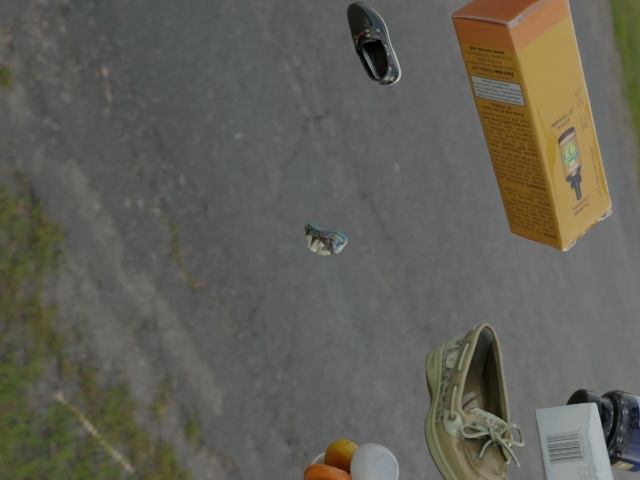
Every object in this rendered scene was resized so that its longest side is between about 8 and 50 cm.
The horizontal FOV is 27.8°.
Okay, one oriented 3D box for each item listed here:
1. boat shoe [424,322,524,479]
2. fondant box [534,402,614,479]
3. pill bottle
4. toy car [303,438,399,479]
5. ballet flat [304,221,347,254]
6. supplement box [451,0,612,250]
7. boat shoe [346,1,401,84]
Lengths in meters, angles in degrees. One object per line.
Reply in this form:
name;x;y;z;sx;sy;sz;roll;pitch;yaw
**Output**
boat shoe;0.192;0.214;1.612;0.104;0.089;0.285;33;29;-26
fondant box;0.381;0.437;1.866;0.238;0.096;0.330;-87;166;-56
pill bottle;0.503;0.309;2.061;0.123;0.219;0.123;-164;-90;-78
toy car;0.043;0.372;1.775;0.136;0.159;0.182;-34;95;-40
ballet flat;0.000;0.000;1.876;0.114;0.041;0.041;22;-54;63
supplement box;0.192;-0.109;1.150;0.078;0.080;0.233;-36;122;-27
boat shoe;0.071;-0.281;1.823;0.042;0.049;0.133;0;64;-61
